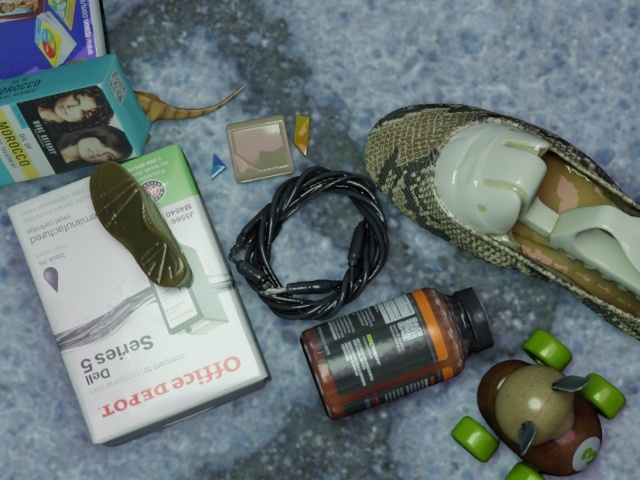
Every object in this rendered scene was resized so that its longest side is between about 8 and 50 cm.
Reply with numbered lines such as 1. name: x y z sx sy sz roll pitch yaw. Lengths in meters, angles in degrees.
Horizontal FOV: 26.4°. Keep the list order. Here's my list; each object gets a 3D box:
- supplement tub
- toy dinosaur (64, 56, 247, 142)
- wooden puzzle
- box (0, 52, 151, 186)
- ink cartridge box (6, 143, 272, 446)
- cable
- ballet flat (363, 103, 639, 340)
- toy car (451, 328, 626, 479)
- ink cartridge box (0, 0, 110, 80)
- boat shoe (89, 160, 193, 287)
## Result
1. supplement tub: 0.084 0.115 1.473 0.198 0.106 0.106 -19 83 -3
2. toy dinosaur: -0.193 -0.144 1.522 0.211 0.112 0.064 11 53 -38
3. wooden puzzle: -0.067 -0.104 1.550 0.116 0.014 0.078 -5 78 -1
4. box: -0.315 -0.121 1.468 0.244 0.100 0.060 -11 38 18
5. ink cartridge box: -0.191 0.062 1.475 0.198 0.115 0.272 -22 82 -4
6. cable: 0.000 0.000 1.501 0.150 0.047 0.184 41 73 21
7. ballet flat: 0.270 -0.020 1.453 0.483 0.182 0.164 31 84 4
8. toy car: 0.237 0.184 1.421 0.149 0.188 0.155 40 84 5
9. ink cartridge box: -0.407 -0.299 1.552 0.307 0.072 0.303 -9 84 1
10. boat shoe: -0.184 -0.015 1.411 0.056 0.048 0.153 -41 76 6
